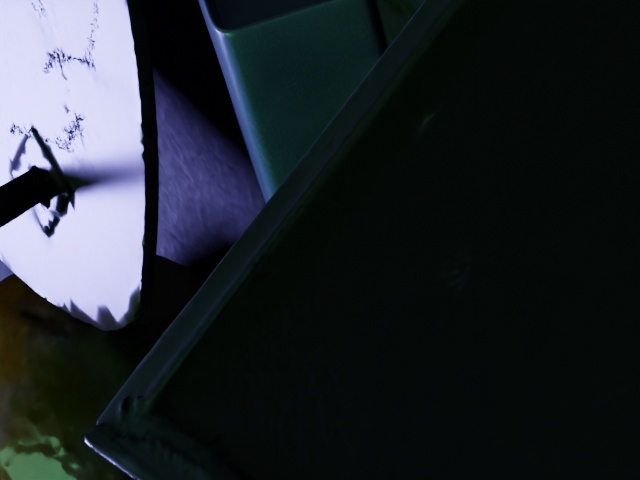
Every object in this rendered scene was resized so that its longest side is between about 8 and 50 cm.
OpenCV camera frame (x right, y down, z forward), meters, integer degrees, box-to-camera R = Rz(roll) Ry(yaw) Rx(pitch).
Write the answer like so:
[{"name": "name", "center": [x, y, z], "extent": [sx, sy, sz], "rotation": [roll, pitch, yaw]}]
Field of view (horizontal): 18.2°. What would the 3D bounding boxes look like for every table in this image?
[{"name": "table", "center": [-0.268, -0.081, 0.934], "extent": [0.317, 0.249, 0.317], "rotation": [28, 128, 44]}]

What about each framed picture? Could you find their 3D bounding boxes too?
[{"name": "framed picture", "center": [0.071, -0.020, 0.447], "extent": [0.014, 0.252, 0.197], "rotation": [44, 169, -36]}]

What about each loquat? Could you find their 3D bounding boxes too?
[{"name": "loquat", "center": [-0.119, 0.089, 1.087], "extent": [0.227, 0.179, 0.179], "rotation": [18, 137, 61]}]

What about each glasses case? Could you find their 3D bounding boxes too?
[{"name": "glasses case", "center": [0.000, 0.000, 0.873], "extent": [0.105, 0.056, 0.266], "rotation": [32, 147, 47]}]
